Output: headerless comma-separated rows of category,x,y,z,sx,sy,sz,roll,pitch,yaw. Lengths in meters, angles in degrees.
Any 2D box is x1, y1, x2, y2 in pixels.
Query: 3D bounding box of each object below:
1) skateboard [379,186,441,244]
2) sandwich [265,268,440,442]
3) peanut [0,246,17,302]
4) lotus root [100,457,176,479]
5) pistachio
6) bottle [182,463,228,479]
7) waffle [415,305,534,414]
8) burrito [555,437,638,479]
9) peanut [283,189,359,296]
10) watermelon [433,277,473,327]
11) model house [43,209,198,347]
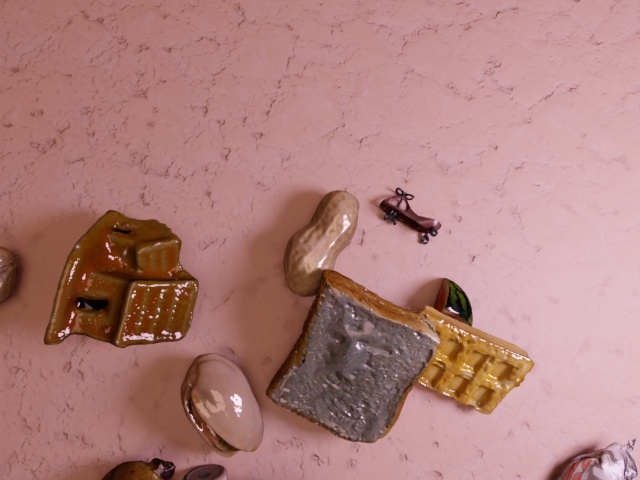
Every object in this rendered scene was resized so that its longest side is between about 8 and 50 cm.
skateboard,0.213,-0.063,0.957,0.151,0.067,0.080,31,72,3
sandwich,0.065,0.248,0.826,0.271,0.099,0.301,26,104,4
peanut,-0.704,0.109,0.829,0.098,0.090,0.214,42,81,-29
lotus root,-0.382,0.523,0.784,0.260,0.128,0.145,-46,102,-4
pistachio,-0.197,0.331,0.828,0.143,0.144,0.215,-29,95,-9
bottle,-0.229,0.544,0.814,0.098,0.099,0.152,-3,86,-6
waffle,0.294,0.258,0.883,0.274,0.057,0.168,25,113,-1
burrito,0.553,0.604,0.878,0.139,0.101,0.446,34,83,5
peanut,0.000,0.000,0.895,0.123,0.123,0.257,28,81,-1
watermelon,0.300,0.165,0.934,0.094,0.125,0.135,-29,106,20
model house,-0.367,0.083,0.820,0.239,0.173,0.268,12,84,-3
